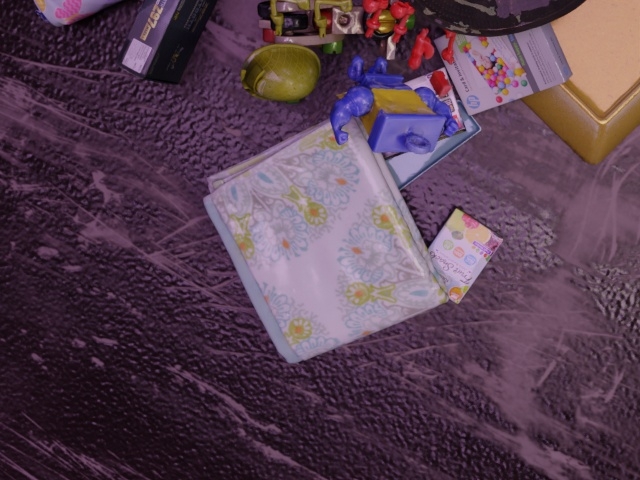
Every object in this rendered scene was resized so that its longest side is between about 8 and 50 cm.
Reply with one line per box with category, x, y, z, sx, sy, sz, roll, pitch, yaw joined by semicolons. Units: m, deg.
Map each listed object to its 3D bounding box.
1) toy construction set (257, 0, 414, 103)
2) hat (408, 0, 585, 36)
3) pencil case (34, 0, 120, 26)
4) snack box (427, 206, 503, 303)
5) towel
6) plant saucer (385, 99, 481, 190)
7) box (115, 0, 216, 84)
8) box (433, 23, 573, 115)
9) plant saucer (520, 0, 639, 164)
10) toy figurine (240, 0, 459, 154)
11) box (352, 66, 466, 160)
toy construction set;0.020;-0.407;1.332;0.237;0.257;0.308;-6;88;-8
hat;0.266;-0.461;1.192;0.331;0.134;0.331;3;112;6
pencil case;-0.371;-0.473;1.400;0.273;0.124;0.113;-19;55;8
snack box;0.241;0.026;1.432;0.100;0.037;0.141;34;101;3
towel;0.000;0.000;1.405;0.321;0.090;0.374;-24;96;23
plant saucer;0.185;-0.163;1.423;0.192;0.018;0.067;-37;92;12
box;-0.242;-0.380;1.364;0.059;0.183;0.232;29;100;2
box;0.293;-0.298;1.316;0.186;0.038;0.145;-13;111;46
plant saucer;0.459;-0.349;1.327;0.333;0.081;0.333;44;101;0
toy figurine;0.092;-0.216;1.187;0.363;0.217;0.191;-2;140;-29
box;0.135;-0.207;1.401;0.207;0.036;0.114;-19;87;13
